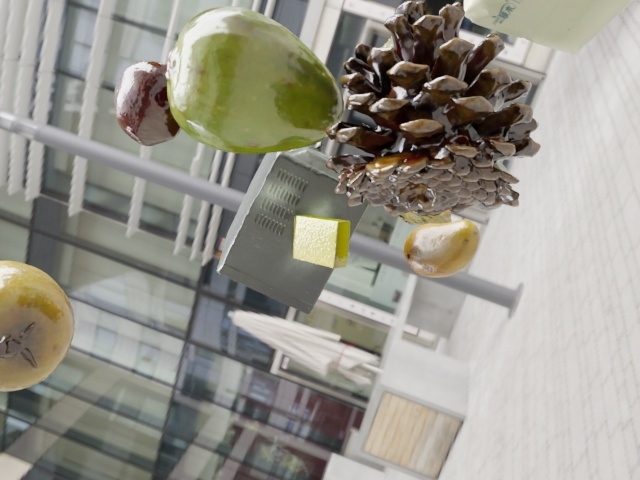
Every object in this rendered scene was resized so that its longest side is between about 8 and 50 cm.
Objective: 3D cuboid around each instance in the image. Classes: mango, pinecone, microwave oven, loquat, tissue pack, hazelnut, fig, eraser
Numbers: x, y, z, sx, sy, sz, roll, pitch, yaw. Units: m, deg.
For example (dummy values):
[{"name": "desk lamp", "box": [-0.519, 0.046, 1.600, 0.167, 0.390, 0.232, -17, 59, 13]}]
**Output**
[{"name": "mango", "box": [0.250, 0.019, 1.416, 0.090, 0.178, 0.115, 7, -100, -46]}, {"name": "pinecone", "box": [0.186, -0.224, 1.159, 0.384, 0.385, 0.384, 20, -90, -84]}, {"name": "microwave oven", "box": [-0.067, -0.066, 1.689, 0.374, 0.236, 0.432, -62, 10, 9]}, {"name": "loquat", "box": [-0.807, 0.209, 1.746, 0.359, 0.329, 0.328, 22, 94, 57]}, {"name": "tissue pack", "box": [0.502, -0.580, 1.367, 0.380, 0.297, 0.207, 127, 155, -63]}, {"name": "hazelnut", "box": [-0.379, -0.311, 1.561, 0.201, 0.170, 0.160, -55, 37, 29]}, {"name": "fig", "box": [-0.115, -0.280, 1.241, 0.258, 0.327, 0.257, -167, 90, -79]}, {"name": "eraser", "box": [0.000, 0.000, 1.420, 0.045, 0.122, 0.097, -5, -77, -48]}]

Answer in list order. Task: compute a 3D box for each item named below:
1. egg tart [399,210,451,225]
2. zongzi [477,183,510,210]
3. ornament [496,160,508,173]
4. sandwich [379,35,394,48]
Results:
[{"name": "egg tart", "box": [0.303, -0.155, 2.234, 0.132, 0.341, 0.341, -33, 10, 24]}, {"name": "zongzi", "box": [0.461, -0.200, 2.479, 0.432, 0.403, 0.207, -39, -23, -49]}, {"name": "ornament", "box": [0.406, -0.182, 1.731, 0.130, 0.120, 0.285, -38, 16, 33]}, {"name": "sandwich", "box": [0.223, -0.373, 1.711, 0.254, 0.100, 0.288, 144, 117, -69]}]
